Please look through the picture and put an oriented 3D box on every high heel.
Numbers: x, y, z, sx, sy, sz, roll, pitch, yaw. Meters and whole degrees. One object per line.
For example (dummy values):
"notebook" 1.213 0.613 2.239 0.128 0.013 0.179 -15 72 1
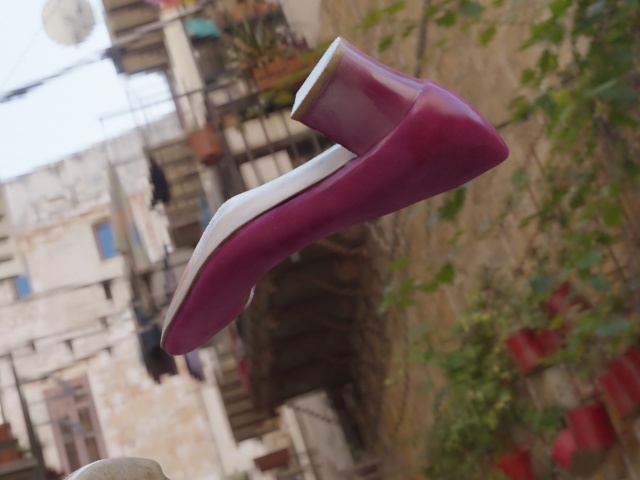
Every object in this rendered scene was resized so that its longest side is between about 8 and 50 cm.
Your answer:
"high heel" 0.000 0.000 0.825 0.117 0.082 0.244 30 -65 -10

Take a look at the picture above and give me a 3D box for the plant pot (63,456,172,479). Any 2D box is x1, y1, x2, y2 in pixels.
"plant pot" -0.152 0.291 0.740 0.305 0.333 0.334 -41 -33 18
